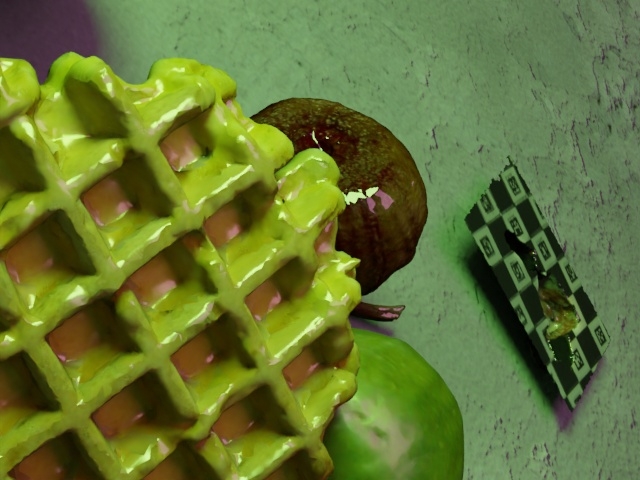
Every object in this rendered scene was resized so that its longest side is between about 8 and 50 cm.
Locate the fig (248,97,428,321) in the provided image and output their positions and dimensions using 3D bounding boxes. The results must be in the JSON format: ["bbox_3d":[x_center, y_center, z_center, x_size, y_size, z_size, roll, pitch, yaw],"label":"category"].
[{"bbox_3d":[0.000,0.000,0.895,0.146,0.134,0.201,52,-17,31],"label":"fig"}]

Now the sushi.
[{"bbox_3d":[0.179,0.038,1.137,0.201,0.031,0.139,60,35,-9],"label":"sushi"}]

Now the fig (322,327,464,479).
[{"bbox_3d":[0.022,0.127,0.776,0.234,0.167,0.167,-20,84,-46],"label":"fig"}]

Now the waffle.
[{"bbox_3d":[-0.110,0.059,0.597,0.329,0.062,0.329,-5,103,-25],"label":"waffle"}]
